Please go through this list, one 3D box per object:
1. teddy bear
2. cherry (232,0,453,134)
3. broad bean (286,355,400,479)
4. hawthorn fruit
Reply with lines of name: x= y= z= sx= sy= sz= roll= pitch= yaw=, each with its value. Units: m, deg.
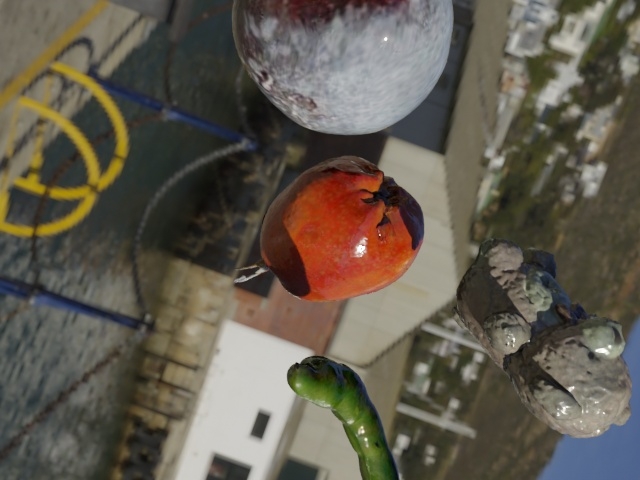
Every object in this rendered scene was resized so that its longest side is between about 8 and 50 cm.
teddy bear: x=0.279 y=0.122 z=1.493 sx=0.267 sy=0.236 sz=0.151 roll=49 pitch=-63 yaw=39
cherry: x=0.027 y=-0.244 z=1.387 sx=0.296 sy=0.255 sz=0.218 roll=70 pitch=15 yaw=-59
broad bean: x=0.039 y=0.229 z=1.392 sx=0.144 sy=0.049 sz=0.292 roll=-73 pitch=142 yaw=-60
hawthorn fruit: x=0.000 y=0.000 z=1.746 sx=0.299 sy=0.211 sz=0.211 roll=-30 pitch=-163 yaw=21
